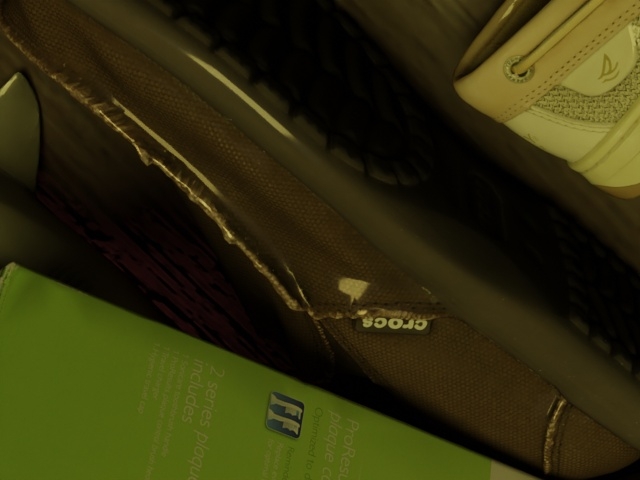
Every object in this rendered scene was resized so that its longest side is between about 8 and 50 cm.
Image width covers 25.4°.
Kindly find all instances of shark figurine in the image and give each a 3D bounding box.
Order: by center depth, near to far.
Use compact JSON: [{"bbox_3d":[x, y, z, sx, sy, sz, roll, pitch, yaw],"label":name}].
[{"bbox_3d":[-0.166,-0.032,0.625,0.166,0.116,0.278,22,169,35],"label":"shark figurine"}]

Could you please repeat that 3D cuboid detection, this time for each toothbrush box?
[{"bbox_3d":[-0.059,0.141,0.611,0.283,0.122,0.206,25,148,-24],"label":"toothbrush box"}]

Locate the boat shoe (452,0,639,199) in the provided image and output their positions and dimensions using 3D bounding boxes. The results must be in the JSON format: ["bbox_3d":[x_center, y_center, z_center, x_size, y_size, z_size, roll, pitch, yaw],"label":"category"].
[{"bbox_3d":[0.154,-0.151,0.522,0.098,0.109,0.302,28,124,-7],"label":"boat shoe"}]

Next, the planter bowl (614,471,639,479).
[{"bbox_3d":[0.170,0.179,0.686,0.162,0.109,0.162,4,118,7],"label":"planter bowl"}]

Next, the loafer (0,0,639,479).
[{"bbox_3d":[0.000,0.000,0.607,0.366,0.134,0.130,40,116,-11],"label":"loafer"}]
